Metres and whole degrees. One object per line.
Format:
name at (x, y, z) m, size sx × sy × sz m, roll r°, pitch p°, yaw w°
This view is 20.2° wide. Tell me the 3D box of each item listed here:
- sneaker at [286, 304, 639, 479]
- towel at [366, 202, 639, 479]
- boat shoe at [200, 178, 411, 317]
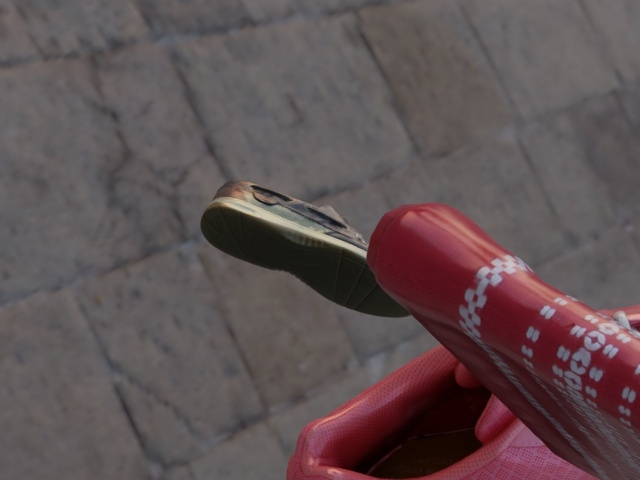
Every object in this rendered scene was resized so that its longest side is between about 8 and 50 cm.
sneaker at (0.129, 0.084, 0.846) m, size 0.136 × 0.314 × 0.116 m, roll 60°, pitch 7°, yaw -54°
towel at (0.148, 0.083, 0.454) m, size 0.275 × 0.031 × 0.199 m, roll 30°, pitch -6°, yaw 28°
boat shoe at (-0.001, 0.000, 1.702) m, size 0.223 × 0.080 × 0.073 m, roll 22°, pitch 49°, yaw -2°
